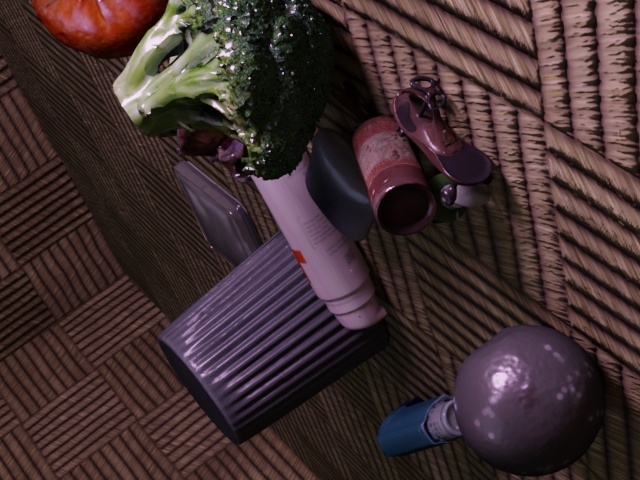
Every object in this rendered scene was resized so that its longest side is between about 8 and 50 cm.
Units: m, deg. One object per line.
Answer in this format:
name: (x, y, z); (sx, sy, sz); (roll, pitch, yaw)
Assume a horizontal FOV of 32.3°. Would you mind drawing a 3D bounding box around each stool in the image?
stool: (-0.092, 0.176, 2.004); (0.297, 0.330, 0.297); (47, 162, 20)

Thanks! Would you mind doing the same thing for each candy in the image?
candy: (0.034, -0.079, 1.587); (0.138, 0.071, 0.174); (51, 163, 11)

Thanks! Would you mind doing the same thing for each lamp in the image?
lamp: (-0.207, -0.027, 2.419); (0.266, 0.047, 0.269); (39, 158, 43)
lamp: (0.272, 0.189, 1.400); (0.182, 0.182, 0.314); (51, -164, 9)

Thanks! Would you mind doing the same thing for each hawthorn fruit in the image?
hawthorn fruit: (-0.300, -0.394, 1.633); (0.242, 0.242, 0.272); (56, -164, -10)

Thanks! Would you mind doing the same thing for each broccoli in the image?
broccoli: (-0.111, -0.211, 1.395); (0.308, 0.275, 0.308); (60, -171, -16)

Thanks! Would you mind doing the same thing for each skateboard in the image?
skateboard: (0.135, -0.120, 1.249); (0.151, 0.067, 0.080); (53, 155, 17)

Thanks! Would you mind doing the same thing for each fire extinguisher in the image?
fire extinguisher: (0.075, -0.117, 1.349); (0.252, 0.075, 0.106); (-104, -8, -54)

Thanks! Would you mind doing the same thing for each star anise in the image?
star anise: (-0.168, -0.177, 1.832); (0.198, 0.110, 0.257); (51, -168, -23)

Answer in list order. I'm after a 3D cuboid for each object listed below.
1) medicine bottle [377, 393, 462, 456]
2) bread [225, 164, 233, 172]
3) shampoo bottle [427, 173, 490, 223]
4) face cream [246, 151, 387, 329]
medicine bottle: (0.190, 0.322, 1.949); (0.079, 0.124, 0.258); (57, 152, 2)
bread: (-0.170, -0.173, 2.032); (0.090, 0.035, 0.094); (46, 163, 26)
shampoo bottle: (0.139, -0.050, 1.377); (0.065, 0.065, 0.204); (56, 164, -9)
face cream: (0.000, 0.000, 1.797); (0.102, 0.102, 0.346); (23, 145, 60)
